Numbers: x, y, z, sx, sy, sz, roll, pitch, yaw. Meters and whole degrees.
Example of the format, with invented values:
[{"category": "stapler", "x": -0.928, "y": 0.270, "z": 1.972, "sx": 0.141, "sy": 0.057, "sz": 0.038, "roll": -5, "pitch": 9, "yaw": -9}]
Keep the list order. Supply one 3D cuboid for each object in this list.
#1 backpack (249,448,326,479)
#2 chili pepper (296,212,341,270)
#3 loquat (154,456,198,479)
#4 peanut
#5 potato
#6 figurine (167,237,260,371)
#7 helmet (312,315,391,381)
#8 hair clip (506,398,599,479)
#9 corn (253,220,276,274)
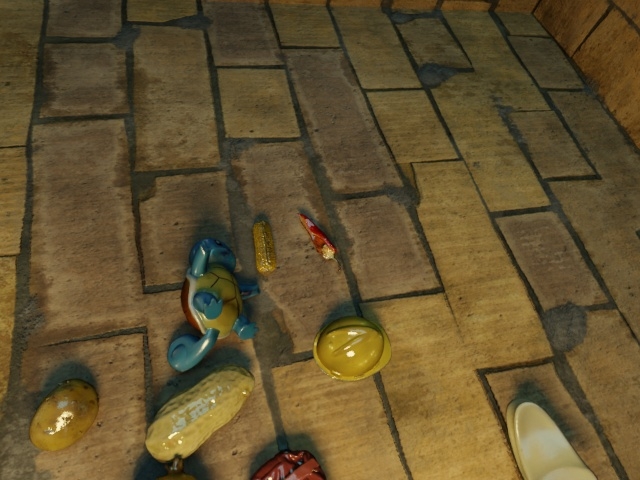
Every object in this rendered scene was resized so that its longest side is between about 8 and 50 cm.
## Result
[{"category": "backpack", "x": -0.082, "y": 0.642, "z": 1.113, "sx": 0.230, "sy": 0.138, "sz": 0.229, "roll": 6, "pitch": 57, "yaw": -9}, {"category": "chili pepper", "x": 0.000, "y": 0.000, "z": 1.588, "sx": 0.268, "sy": 0.059, "sz": 0.051, "roll": 52, "pitch": 24, "yaw": 22}, {"category": "loquat", "x": -0.339, "y": 0.633, "z": 1.028, "sx": 0.214, "sy": 0.213, "sz": 0.245, "roll": 2, "pitch": 61, "yaw": -11}, {"category": "peanut", "x": -0.313, "y": 0.442, "z": 1.188, "sx": 0.313, "sy": 0.152, "sz": 0.152, "roll": -36, "pitch": 72, "yaw": -28}, {"category": "potato", "x": -0.638, "y": 0.435, "z": 1.129, "sx": 0.137, "sy": 0.137, "sz": 0.175, "roll": 14, "pitch": 59, "yaw": -4}, {"category": "figurine", "x": -0.306, "y": 0.176, "z": 1.327, "sx": 0.298, "sy": 0.243, "sz": 0.415, "roll": 37, "pitch": 48, "yaw": -42}, {"category": "helmet", "x": 0.109, "y": 0.309, "z": 1.368, "sx": 0.257, "sy": 0.140, "sz": 0.205, "roll": -9, "pitch": 61, "yaw": -14}, {"category": "hair clip", "x": 0.637, "y": 0.591, "z": 1.304, "sx": 0.173, "sy": 0.113, "sz": 0.282, "roll": -21, "pitch": 55, "yaw": 4}, {"category": "corn", "x": -0.189, "y": 0.023, "z": 1.517, "sx": 0.068, "sy": 0.068, "sz": 0.207, "roll": -2, "pitch": 57, "yaw": -14}]
